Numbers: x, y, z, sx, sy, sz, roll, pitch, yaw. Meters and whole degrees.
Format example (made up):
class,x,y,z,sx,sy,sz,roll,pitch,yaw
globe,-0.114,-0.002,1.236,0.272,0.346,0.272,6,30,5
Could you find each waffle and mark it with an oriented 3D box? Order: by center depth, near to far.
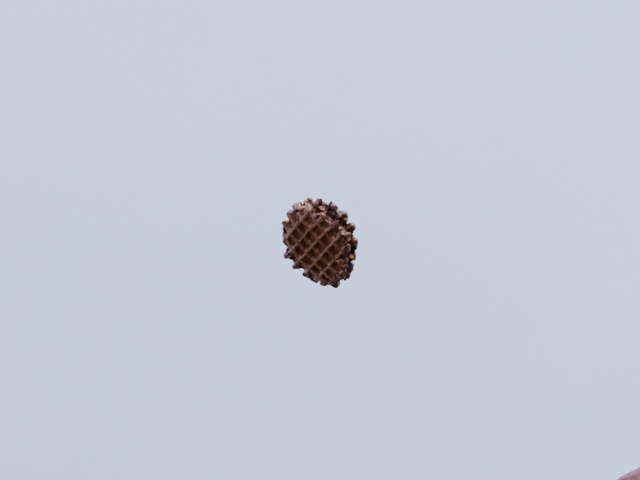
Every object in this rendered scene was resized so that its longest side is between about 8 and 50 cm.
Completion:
class,x,y,z,sx,sy,sz,roll,pitch,yaw
waffle,0.000,0.000,1.055,0.029,0.075,0.083,-36,-48,-45

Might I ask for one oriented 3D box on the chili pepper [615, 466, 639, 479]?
class,x,y,z,sx,sy,sz,roll,pitch,yaw
chili pepper,0.192,0.134,0.624,0.088,0.065,0.169,-31,-6,-37
